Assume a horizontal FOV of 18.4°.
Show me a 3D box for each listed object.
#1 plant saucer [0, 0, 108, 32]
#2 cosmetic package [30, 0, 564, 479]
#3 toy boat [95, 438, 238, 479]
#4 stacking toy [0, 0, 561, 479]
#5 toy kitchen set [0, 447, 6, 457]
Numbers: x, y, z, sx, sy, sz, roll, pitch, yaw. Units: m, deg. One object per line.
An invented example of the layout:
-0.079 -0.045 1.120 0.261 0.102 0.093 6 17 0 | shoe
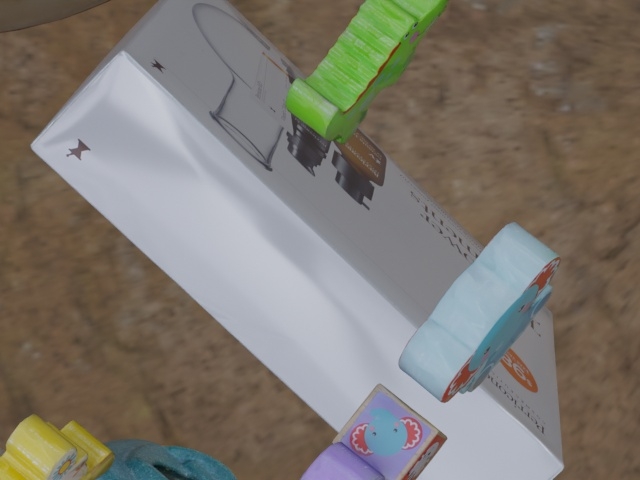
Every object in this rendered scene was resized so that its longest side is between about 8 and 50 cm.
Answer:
-0.077 -0.182 0.418 0.041 0.278 0.277 21 101 41 | plant saucer
0.000 0.000 1.331 0.377 0.284 0.097 43 108 -9 | cosmetic package
-0.074 0.273 1.656 0.318 0.267 0.148 42 97 11 | toy boat
0.021 0.049 0.557 0.167 0.052 0.221 36 87 16 | stacking toy
-0.074 0.190 0.766 0.122 0.207 0.166 -55 41 23 | toy kitchen set
